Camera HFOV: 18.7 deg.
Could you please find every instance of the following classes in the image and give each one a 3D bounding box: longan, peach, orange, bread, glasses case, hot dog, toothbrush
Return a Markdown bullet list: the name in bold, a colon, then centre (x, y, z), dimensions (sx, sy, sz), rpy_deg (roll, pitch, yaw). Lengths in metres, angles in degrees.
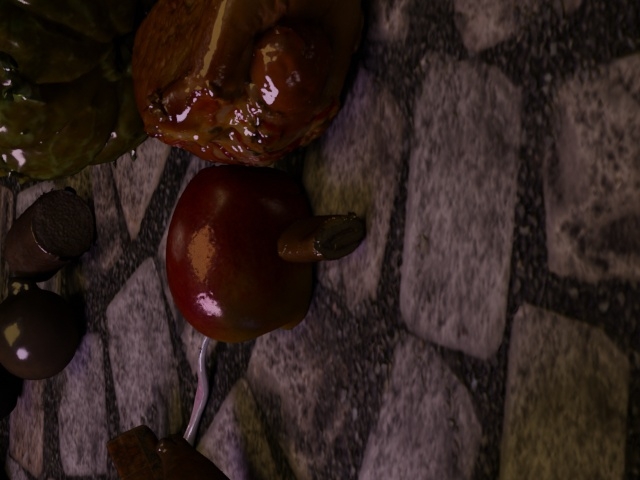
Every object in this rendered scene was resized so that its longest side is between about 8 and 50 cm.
- **longan**: centre (-0.320, 0.096, 2.159), dimensions (0.106, 0.106, 0.119), rpy_deg (-21, 83, 63)
- **peach**: centre (-0.068, 0.012, 1.629), dimensions (0.118, 0.151, 0.151), rpy_deg (45, -155, -58)
- **orange**: centre (-0.234, -0.210, 1.733), dimensions (0.223, 0.301, 0.300), rpy_deg (35, 167, 29)
- **bread**: centre (0.000, 0.000, 1.552), dimensions (0.036, 0.047, 0.083), rpy_deg (60, 159, -11)
- **glasses case**: centre (-0.139, 0.273, 1.828), dimensions (0.218, 0.049, 0.075), rpy_deg (58, 171, 46)
- **hot dog**: centre (-0.065, -0.141, 1.568), dimensions (0.257, 0.150, 0.153), rpy_deg (152, 123, -61)
- **toothbrush**: centre (-0.116, 0.145, 1.825), dimensions (0.017, 0.022, 0.204), rpy_deg (-117, 35, -47)

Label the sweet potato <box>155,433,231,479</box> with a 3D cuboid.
- **sweet potato**: centre (-0.089, 0.308, 1.659), dimensions (0.336, 0.131, 0.131), rpy_deg (-116, 35, -43)

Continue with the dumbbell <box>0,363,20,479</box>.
- **dumbbell**: centre (-0.455, 0.240, 2.395), dimensions (0.152, 0.152, 0.218), rpy_deg (-131, 46, -53)

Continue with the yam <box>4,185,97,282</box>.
- **yam**: centre (-0.302, -0.004, 2.145), dimensions (0.127, 0.084, 0.084), rpy_deg (-28, 66, 59)
